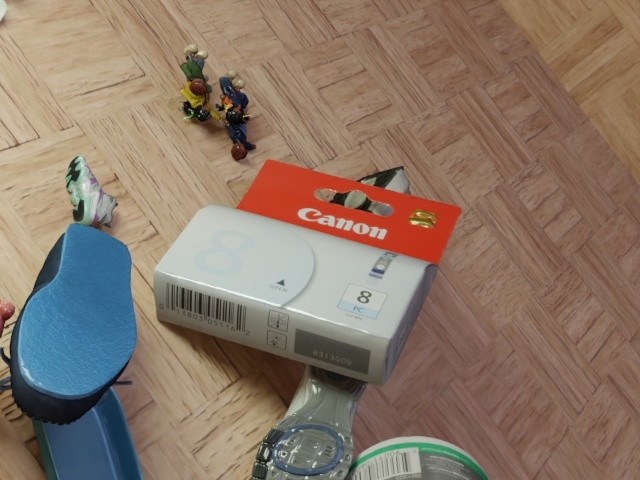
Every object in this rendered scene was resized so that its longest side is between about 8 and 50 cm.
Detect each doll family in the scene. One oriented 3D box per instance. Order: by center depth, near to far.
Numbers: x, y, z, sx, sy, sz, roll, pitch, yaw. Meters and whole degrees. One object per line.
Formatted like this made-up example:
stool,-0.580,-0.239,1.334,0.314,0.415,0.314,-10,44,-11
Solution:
doll family,-0.151,-0.199,1.892,0.193,0.076,0.111,30,33,-35

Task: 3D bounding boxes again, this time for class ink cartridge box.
ink cartridge box,0.000,0.000,1.673,0.308,0.091,0.385,15,41,13

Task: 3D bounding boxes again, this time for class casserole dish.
casserole dish,-0.254,0.227,1.369,0.114,0.037,0.188,8,52,-48

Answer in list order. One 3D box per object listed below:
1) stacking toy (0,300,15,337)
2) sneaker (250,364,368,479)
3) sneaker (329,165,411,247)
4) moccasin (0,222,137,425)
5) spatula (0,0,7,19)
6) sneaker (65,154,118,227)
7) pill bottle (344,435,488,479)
stacking toy,-0.465,0.029,1.217,0.309,0.130,0.279,-5,62,-53
sneaker,-0.005,0.242,1.589,0.111,0.129,0.297,24,55,6
sneaker,0.082,0.047,1.884,0.182,0.158,0.410,55,34,-17
moccasin,-0.259,0.105,1.349,0.137,0.117,0.342,27,22,-9
spatula,-0.489,-0.406,1.660,0.242,0.019,0.168,37,71,-24
sneaker,-0.285,-0.058,1.619,0.069,0.038,0.098,16,56,-45
pill bottle,0.117,0.405,1.434,0.204,0.204,0.361,38,22,-20
